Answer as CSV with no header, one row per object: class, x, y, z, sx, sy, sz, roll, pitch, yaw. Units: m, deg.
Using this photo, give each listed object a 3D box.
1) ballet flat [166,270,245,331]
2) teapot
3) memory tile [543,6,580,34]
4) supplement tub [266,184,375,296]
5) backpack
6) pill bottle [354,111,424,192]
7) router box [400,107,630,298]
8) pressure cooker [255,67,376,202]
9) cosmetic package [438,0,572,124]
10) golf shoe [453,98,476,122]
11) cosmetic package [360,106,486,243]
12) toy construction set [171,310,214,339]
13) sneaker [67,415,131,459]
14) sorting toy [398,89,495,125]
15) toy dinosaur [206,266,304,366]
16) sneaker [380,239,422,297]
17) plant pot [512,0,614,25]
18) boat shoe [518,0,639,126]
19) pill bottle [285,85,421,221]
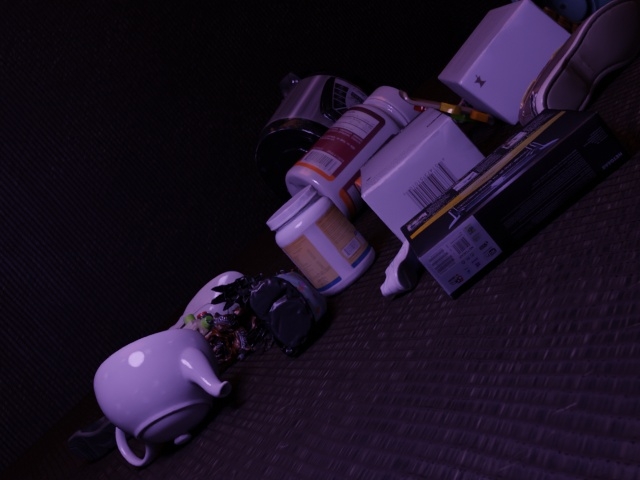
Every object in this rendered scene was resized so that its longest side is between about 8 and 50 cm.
ballet flat,-0.332,0.250,2.226,0.400,0.139,0.139,-42,7,19
teapot,-0.296,0.300,1.557,0.252,0.187,0.256,-23,-22,-9
memory tile,0.562,-0.477,1.844,0.012,0.148,0.113,-59,-3,30
supplement tub,0.000,0.000,1.677,0.144,0.200,0.144,-39,8,7
backpack,-0.057,0.127,1.543,0.115,0.152,0.182,-35,-4,4
pill bottle,0.200,-0.188,2.007,0.245,0.130,0.130,-41,8,-4
router box,0.269,-0.066,1.213,0.309,0.081,0.243,-40,9,7
pressure cooker,0.018,-0.347,2.657,0.375,0.370,0.420,8,45,23
cosmetic package,0.431,-0.424,1.960,0.230,0.161,0.453,-52,6,12
golf shoe,0.431,-0.397,2.277,0.186,0.067,0.086,-44,7,-18
cosmetic package,0.201,-0.129,1.602,0.217,0.156,0.385,-42,9,8
toy construction set,-0.362,0.276,2.044,0.327,0.151,0.215,-25,-9,35
sneaker,-0.521,0.462,2.036,0.227,0.087,0.130,-33,9,27
sorting toy,0.303,-0.311,1.981,0.307,0.229,0.041,-80,5,-77
toy dinosaur,-0.152,0.153,1.800,0.218,0.164,0.322,92,-156,-79
sneaker,0.138,0.038,1.362,0.061,0.054,0.152,-37,9,41
plant pot,0.605,-0.613,2.026,0.293,0.293,0.196,-41,-19,-2
boat shoe,0.483,-0.326,1.516,0.324,0.116,0.097,-49,13,-17
pill bottle,0.105,-0.239,2.312,0.392,0.224,0.224,-47,10,-19
